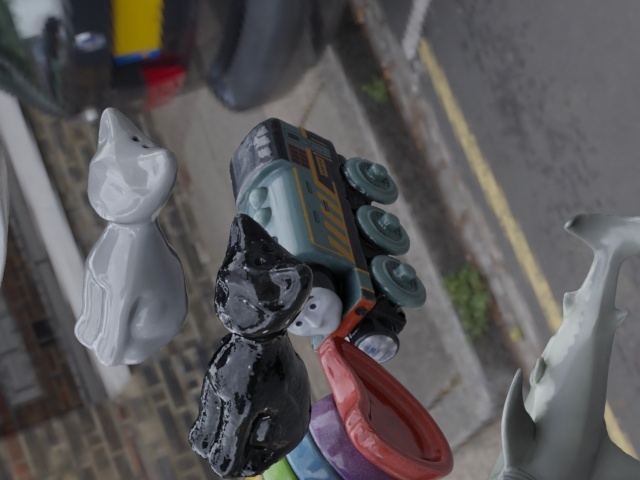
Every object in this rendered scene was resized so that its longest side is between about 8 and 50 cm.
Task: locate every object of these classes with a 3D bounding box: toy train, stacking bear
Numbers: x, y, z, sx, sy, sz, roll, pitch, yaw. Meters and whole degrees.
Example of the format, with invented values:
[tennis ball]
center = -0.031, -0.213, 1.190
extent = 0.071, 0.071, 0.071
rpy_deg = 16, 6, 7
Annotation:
[toy train]
center = 0.000, 0.000, 1.619
extent = 0.142, 0.190, 0.334
rpy_deg = -50, 33, 30
[stacking bear]
center = -0.018, 0.270, 1.439
extent = 0.164, 0.289, 0.175
rpy_deg = 35, -162, -32

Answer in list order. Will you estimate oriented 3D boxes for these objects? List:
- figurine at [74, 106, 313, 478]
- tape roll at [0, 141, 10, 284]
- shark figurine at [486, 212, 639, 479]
[figurine]
center = -0.090, 0.030, 0.983
extent = 0.215, 0.092, 0.209
rpy_deg = 39, 144, 23
[tape roll]
center = -0.353, -0.018, 0.947
extent = 0.100, 0.286, 0.286
rpy_deg = -112, 10, -64
[shark figurine]
center = 0.185, 0.113, 0.945
extent = 0.116, 0.278, 0.166
rpy_deg = 22, 177, 16
